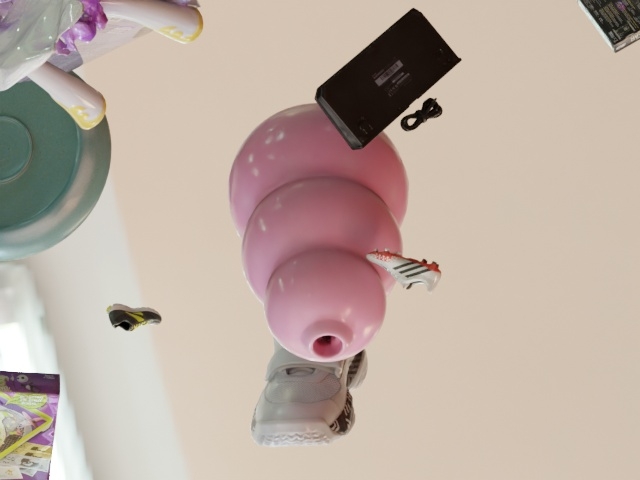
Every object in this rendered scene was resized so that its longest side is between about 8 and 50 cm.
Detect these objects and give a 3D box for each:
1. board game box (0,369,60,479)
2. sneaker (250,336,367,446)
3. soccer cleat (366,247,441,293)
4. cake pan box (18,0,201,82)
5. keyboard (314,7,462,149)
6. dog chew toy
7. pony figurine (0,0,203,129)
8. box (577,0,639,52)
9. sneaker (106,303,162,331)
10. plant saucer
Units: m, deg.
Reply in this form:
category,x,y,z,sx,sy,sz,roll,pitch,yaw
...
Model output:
category,x,y,z,sx,sy,sz,roll,pitch,yaw
board game box,-0.531,0.255,2.351,0.056,0.346,0.208,-96,16,-46
sneaker,-0.022,0.132,2.328,0.366,0.137,0.210,-56,-39,-72
soccer cleat,0.083,0.031,1.793,0.029,0.083,0.036,38,-113,-69
cake pan box,-0.310,-0.275,2.224,0.070,0.245,0.267,65,-162,1
keyboard,0.080,-0.162,1.868,0.108,0.180,0.023,50,149,-4
dog chew toy,0.000,0.000,1.925,0.332,0.206,0.207,-93,-9,-48
pony figurine,-0.304,-0.247,1.772,0.363,0.351,0.303,6,-122,-46
box,0.332,-0.256,1.938,0.083,0.067,0.018,59,179,28
sneaker,-0.261,0.113,2.451,0.031,0.083,0.035,-49,41,45
plant saucer,-0.465,-0.129,2.567,0.044,0.317,0.318,55,-152,-75
